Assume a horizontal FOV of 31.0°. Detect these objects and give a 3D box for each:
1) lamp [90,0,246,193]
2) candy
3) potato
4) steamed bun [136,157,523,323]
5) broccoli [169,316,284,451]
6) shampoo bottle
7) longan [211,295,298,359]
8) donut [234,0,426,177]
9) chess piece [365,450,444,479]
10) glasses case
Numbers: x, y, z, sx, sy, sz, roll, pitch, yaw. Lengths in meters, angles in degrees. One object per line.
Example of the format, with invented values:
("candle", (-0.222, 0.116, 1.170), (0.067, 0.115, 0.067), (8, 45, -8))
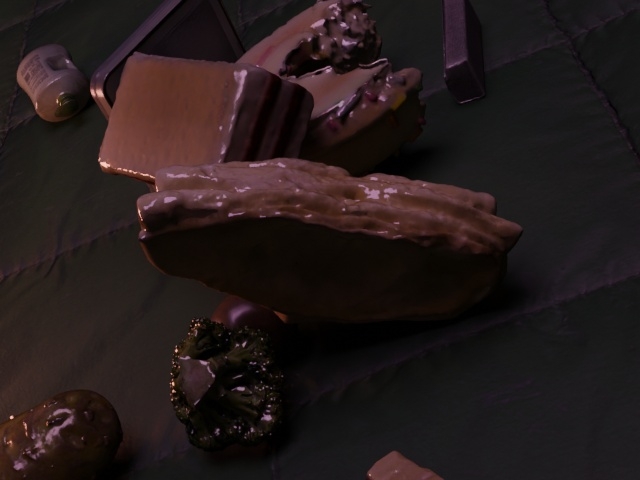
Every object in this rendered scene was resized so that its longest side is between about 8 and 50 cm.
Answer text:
("lamp", (-0.205, -0.221, 1.759), (0.047, 0.269, 0.266), (12, 52, 38))
("candy", (-0.162, -0.146, 1.549), (0.320, 0.135, 0.179), (16, 88, 52))
("potato", (-0.351, 0.275, 1.401), (0.251, 0.113, 0.149), (-38, 43, 3))
("steamed bun", (0.000, 0.000, 1.362), (0.428, 0.247, 0.189), (4, 42, -8))
("broccoli", (-0.114, 0.164, 1.339), (0.145, 0.138, 0.162), (-16, 70, 18))
("shampoo bottle", (-0.504, -0.293, 2.207), (0.118, 0.087, 0.234), (-34, 36, -6))
("longan", (-0.082, 0.111, 1.427), (0.113, 0.092, 0.113), (3, 39, -3))
("donut", (-0.011, -0.198, 1.692), (0.307, 0.150, 0.371), (-30, 33, 4))
("chess piece", (0.031, 0.287, 1.160), (0.200, 0.090, 0.090), (-30, 34, -20))
("glasses case", (0.210, -0.292, 1.732), (0.047, 0.071, 0.205), (-19, 38, 21))
